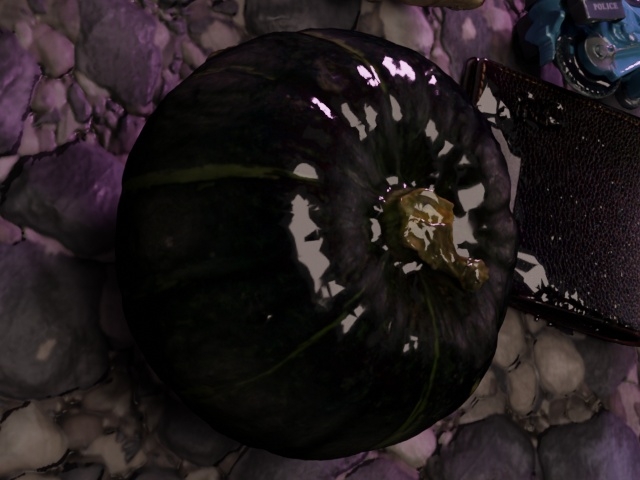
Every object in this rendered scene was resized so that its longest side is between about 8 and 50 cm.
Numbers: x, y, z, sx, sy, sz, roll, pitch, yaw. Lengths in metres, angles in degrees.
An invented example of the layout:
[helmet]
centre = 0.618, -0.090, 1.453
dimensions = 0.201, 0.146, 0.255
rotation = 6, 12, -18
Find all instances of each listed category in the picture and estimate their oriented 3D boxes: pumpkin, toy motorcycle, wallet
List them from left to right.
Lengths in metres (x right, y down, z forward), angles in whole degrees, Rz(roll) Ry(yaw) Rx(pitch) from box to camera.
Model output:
[pumpkin]
centre = 0.000, 0.000, 1.166
dimensions = 0.323, 0.241, 0.323
rotation = 7, 77, -33
[wallet]
centre = 0.230, -0.034, 1.466
dimensions = 0.262, 0.071, 0.221
rotation = 19, 75, -29
[toy motorcycle]
centre = 0.307, -0.225, 1.504
dimensions = 0.272, 0.123, 0.182
rotation = -8, 76, -33

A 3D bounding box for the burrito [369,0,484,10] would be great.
[burrito]
centre = 0.060, -0.364, 1.342
dimensions = 0.175, 0.107, 0.348
rotation = -18, 99, -53
